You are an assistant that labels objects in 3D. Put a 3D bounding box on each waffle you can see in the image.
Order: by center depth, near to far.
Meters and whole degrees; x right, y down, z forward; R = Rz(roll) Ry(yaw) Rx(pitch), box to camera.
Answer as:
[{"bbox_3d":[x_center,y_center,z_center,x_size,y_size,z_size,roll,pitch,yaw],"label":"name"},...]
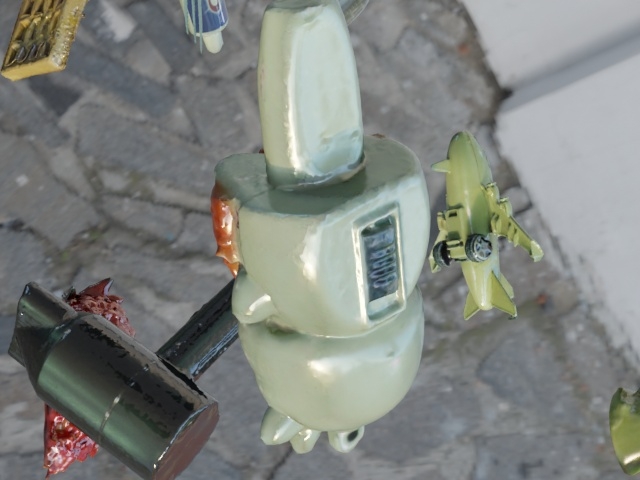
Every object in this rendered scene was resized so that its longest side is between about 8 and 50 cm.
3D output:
[{"bbox_3d":[-0.226,-0.202,1.200,0.021,0.092,0.135,27,71,-38],"label":"waffle"}]

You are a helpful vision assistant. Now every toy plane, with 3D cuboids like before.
[{"bbox_3d":[0.088,-0.008,0.813,0.040,0.102,0.111,-14,92,-34],"label":"toy plane"}]

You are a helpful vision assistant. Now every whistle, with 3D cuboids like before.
[{"bbox_3d":[0.000,0.001,0.691,0.102,0.106,0.253,-55,146,-52],"label":"whistle"}]

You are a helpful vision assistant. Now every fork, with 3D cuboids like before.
[{"bbox_3d":[-0.116,-0.224,0.917,0.021,0.039,0.235,-25,67,1],"label":"fork"}]

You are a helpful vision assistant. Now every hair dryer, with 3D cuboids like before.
[{"bbox_3d":[-0.175,0.092,1.553,0.244,0.116,0.302,36,57,16],"label":"hair dryer"}]

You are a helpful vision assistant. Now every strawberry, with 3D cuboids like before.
[{"bbox_3d":[-0.273,0.163,1.661,0.098,0.174,0.228,8,35,-9],"label":"strawberry"}]

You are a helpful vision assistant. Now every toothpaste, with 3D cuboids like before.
[{"bbox_3d":[-0.144,-0.315,1.516,0.069,0.268,0.047,-14,42,1],"label":"toothpaste"}]

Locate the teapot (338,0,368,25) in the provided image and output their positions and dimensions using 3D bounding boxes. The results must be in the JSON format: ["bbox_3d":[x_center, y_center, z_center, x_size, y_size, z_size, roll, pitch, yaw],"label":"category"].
[{"bbox_3d":[0.012,-0.245,1.374,0.149,0.108,0.111,55,8,-50],"label":"teapot"}]

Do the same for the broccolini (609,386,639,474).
[{"bbox_3d":[0.262,-0.008,0.561,0.079,0.392,0.074,-1,63,-52],"label":"broccolini"}]
